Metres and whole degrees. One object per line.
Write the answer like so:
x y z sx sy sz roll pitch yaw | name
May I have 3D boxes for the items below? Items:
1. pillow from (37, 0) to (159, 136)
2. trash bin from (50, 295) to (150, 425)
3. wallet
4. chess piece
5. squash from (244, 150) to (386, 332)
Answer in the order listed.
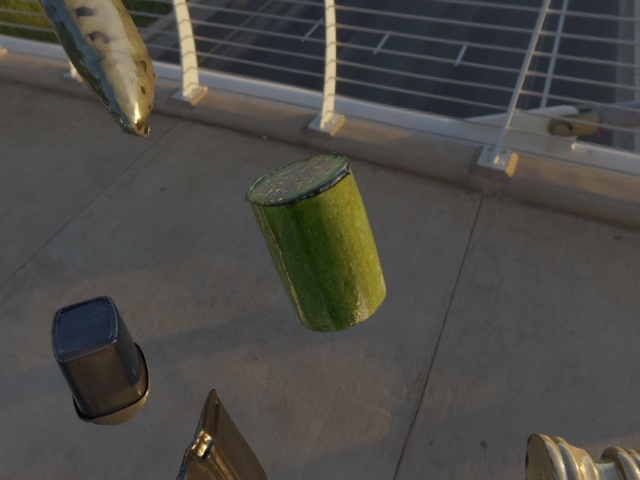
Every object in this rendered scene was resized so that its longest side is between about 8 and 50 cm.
-0.214 -0.213 0.422 0.051 0.241 0.093 -19 17 27 | pillow
-0.532 0.298 1.103 0.182 0.291 0.209 -16 41 -19 | trash bin
-0.145 0.409 0.712 0.041 0.247 0.323 -27 17 2 | wallet
0.539 0.437 0.799 0.306 0.124 0.139 6 18 1 | chess piece
0.000 0.000 1.115 0.262 0.385 0.263 -14 32 9 | squash
